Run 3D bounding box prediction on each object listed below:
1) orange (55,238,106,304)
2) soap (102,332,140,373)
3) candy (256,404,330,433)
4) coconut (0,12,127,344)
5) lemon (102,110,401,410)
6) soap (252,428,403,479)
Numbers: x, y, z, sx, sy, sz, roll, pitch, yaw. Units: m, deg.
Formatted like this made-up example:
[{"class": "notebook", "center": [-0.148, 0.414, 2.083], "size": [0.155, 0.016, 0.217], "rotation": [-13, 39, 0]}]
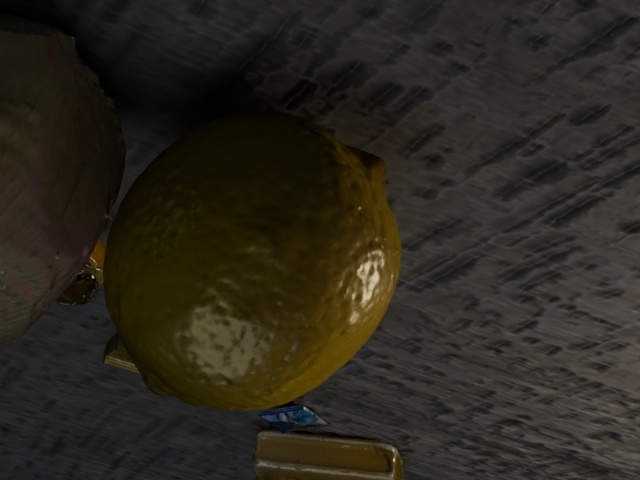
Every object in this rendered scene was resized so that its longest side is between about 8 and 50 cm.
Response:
[{"class": "orange", "center": [-0.359, 0.008, 1.604], "size": [0.160, 0.112, 0.170], "rotation": [1, 129, 39]}, {"class": "soap", "center": [-0.242, 0.220, 2.031], "size": [0.252, 0.037, 0.092], "rotation": [21, 151, -19]}, {"class": "candy", "center": [-0.048, 0.326, 2.165], "size": [0.088, 0.038, 0.136], "rotation": [-17, 151, 19]}, {"class": "coconut", "center": [-0.429, -0.050, 1.246], "size": [0.404, 0.405, 0.404], "rotation": [8, 152, 4]}, {"class": "lemon", "center": [-0.076, 0.022, 1.303], "size": [0.336, 0.336, 0.336], "rotation": [8, 152, 4]}, {"class": "soap", "center": [0.018, 0.440, 2.295], "size": [0.274, 0.089, 0.173], "rotation": [3, 150, 12]}]
